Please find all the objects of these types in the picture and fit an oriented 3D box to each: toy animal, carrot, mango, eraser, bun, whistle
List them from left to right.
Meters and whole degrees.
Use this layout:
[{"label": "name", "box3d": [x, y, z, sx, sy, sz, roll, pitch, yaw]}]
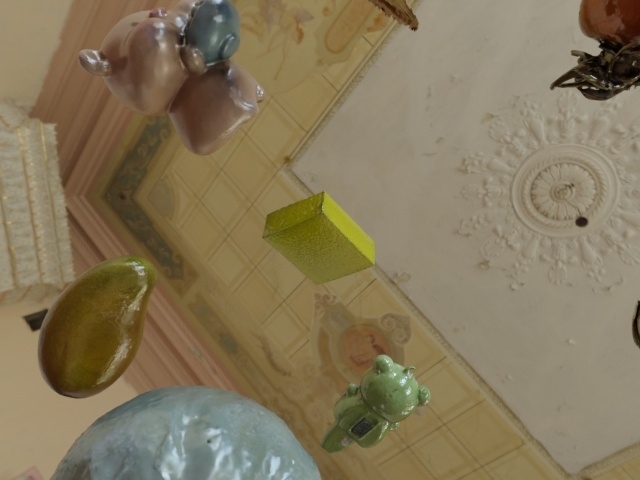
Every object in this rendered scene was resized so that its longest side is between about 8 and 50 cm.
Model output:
[{"label": "mango", "box3d": [-0.322, 0.121, 0.633, 0.099, 0.136, 0.227, 32, -86, 56]}, {"label": "bun", "box3d": [-0.155, 0.359, 0.503, 0.362, 0.211, 0.361, -2, -82, -16]}, {"label": "toy animal", "box3d": [-0.215, -0.262, 0.710, 0.230, 0.210, 0.221, -4, -51, 17]}, {"label": "eraser", "box3d": [0.000, 0.000, 0.568, 0.097, 0.045, 0.122, -22, -47, 30]}, {"label": "whistle", "box3d": [0.077, 0.274, 0.698, 0.105, 0.085, 0.227, 39, -66, 2]}, {"label": "carrot", "box3d": [0.461, -0.332, 0.561, 0.193, 0.214, 0.331, 5, -50, -18]}]

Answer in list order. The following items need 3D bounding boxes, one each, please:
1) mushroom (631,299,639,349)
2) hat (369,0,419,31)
[{"label": "mushroom", "box3d": [0.399, 0.072, 0.439, 0.154, 0.122, 0.154, 0, -72, 1]}, {"label": "hat", "box3d": [0.044, -0.292, 0.241, 0.233, 0.244, 0.233, 49, -66, 19]}]
